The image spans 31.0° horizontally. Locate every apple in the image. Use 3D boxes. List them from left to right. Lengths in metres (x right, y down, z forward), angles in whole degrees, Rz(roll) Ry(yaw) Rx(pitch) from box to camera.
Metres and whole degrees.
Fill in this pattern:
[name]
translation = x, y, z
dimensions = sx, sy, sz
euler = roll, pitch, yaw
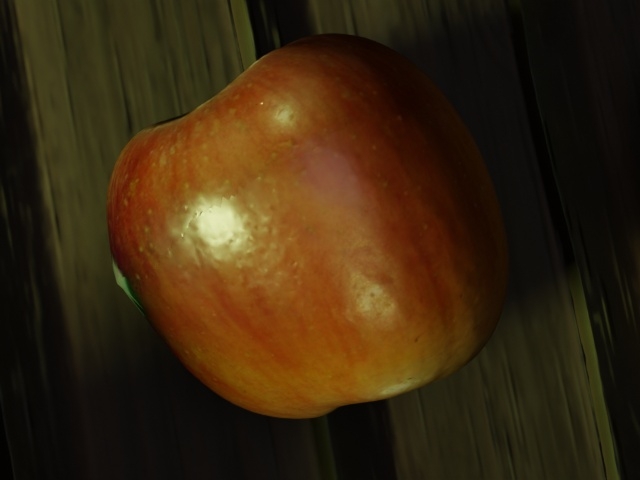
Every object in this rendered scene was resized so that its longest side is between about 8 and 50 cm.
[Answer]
[apple]
translation = 0.000, 0.000, 0.565
dimensions = 0.199, 0.199, 0.199
euler = 2, 82, -13
